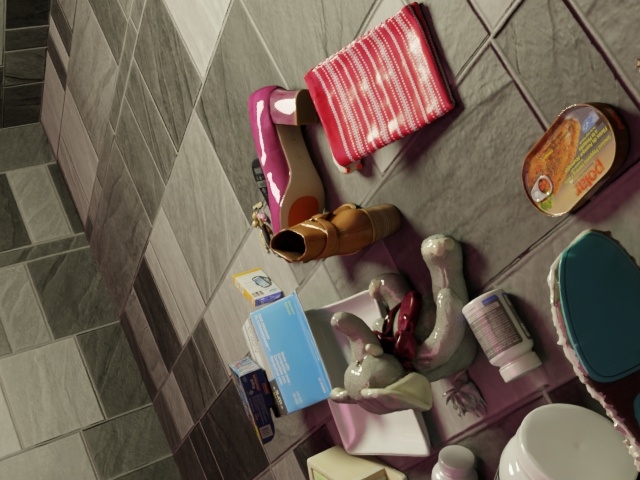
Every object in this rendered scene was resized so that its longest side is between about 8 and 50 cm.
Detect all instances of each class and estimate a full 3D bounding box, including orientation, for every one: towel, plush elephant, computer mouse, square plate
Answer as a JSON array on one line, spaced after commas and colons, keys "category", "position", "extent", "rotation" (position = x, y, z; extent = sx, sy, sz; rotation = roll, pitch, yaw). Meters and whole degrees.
[{"category": "towel", "position": [0.094, -0.264, 1.386], "extent": [0.275, 0.031, 0.198], "rotation": [-24, 84, 44]}, {"category": "plush elephant", "position": [0.130, 0.193, 1.396], "extent": [0.272, 0.255, 0.330], "rotation": [-30, 78, 60]}, {"category": "computer mouse", "position": [-0.097, -0.081, 1.852], "extent": [0.184, 0.060, 0.262], "rotation": [-13, 105, 56]}, {"category": "square plate", "position": [0.096, 0.292, 1.713], "extent": [0.344, 0.049, 0.347], "rotation": [-27, 81, 61]}]

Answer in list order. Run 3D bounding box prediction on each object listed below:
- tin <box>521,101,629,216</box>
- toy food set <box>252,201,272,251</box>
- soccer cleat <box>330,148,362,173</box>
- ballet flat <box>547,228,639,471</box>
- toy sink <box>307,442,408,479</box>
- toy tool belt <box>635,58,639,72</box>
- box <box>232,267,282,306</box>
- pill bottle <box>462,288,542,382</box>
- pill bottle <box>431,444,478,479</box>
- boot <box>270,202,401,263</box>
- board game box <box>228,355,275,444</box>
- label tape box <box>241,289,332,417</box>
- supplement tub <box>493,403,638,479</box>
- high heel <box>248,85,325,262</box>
[{"category": "tin", "position": [0.350, -0.110, 1.097], "extent": [0.106, 0.040, 0.189], "rotation": [65, 150, 23]}, {"category": "toy food set", "position": [-0.147, -0.032, 1.995], "extent": [0.078, 0.019, 0.122], "rotation": [-26, 81, 60]}, {"category": "soccer cleat", "position": [0.046, -0.220, 1.530], "extent": [0.076, 0.068, 0.196], "rotation": [45, 143, 46]}, {"category": "ballet flat", "position": [0.412, 0.187, 1.055], "extent": [0.147, 0.147, 0.409], "rotation": [-43, 67, 58]}, {"category": "toy sink", "position": [0.085, 0.581, 1.791], "extent": [0.234, 0.131, 0.152], "rotation": [15, 117, 56]}, {"category": "toy tool belt", "position": [0.406, -0.211, 0.949], "extent": [0.051, 0.052, 0.083], "rotation": [-95, 6, -68]}, {"category": "box", "position": [-0.158, 0.123, 2.028], "extent": [0.136, 0.081, 0.028], "rotation": [43, 139, 43]}, {"category": "pill bottle", "position": [0.294, 0.154, 1.278], "extent": [0.137, 0.078, 0.078], "rotation": [63, 149, 19]}, {"category": "pill bottle", "position": [0.251, 0.470, 1.498], "extent": [0.087, 0.087, 0.160], "rotation": [34, 133, 48]}, {"category": "boot", "position": [0.000, 0.000, 1.557], "extent": [0.283, 0.220, 0.109], "rotation": [-4, 101, 60]}, {"category": "board game box", "position": [-0.168, 0.373, 1.964], "extent": [0.194, 0.060, 0.194], "rotation": [-143, 36, -67]}, {"category": "label tape box", "position": [-0.084, 0.277, 1.868], "extent": [0.347, 0.115, 0.249], "rotation": [121, 129, -73]}, {"category": "supplement tub", "position": [0.350, 0.400, 1.190], "extent": [0.191, 0.191, 0.272], "rotation": [44, 140, 41]}, {"category": "high heel", "position": [-0.088, -0.145, 1.725], "extent": [0.181, 0.127, 0.377], "rotation": [10, 97, 48]}]
